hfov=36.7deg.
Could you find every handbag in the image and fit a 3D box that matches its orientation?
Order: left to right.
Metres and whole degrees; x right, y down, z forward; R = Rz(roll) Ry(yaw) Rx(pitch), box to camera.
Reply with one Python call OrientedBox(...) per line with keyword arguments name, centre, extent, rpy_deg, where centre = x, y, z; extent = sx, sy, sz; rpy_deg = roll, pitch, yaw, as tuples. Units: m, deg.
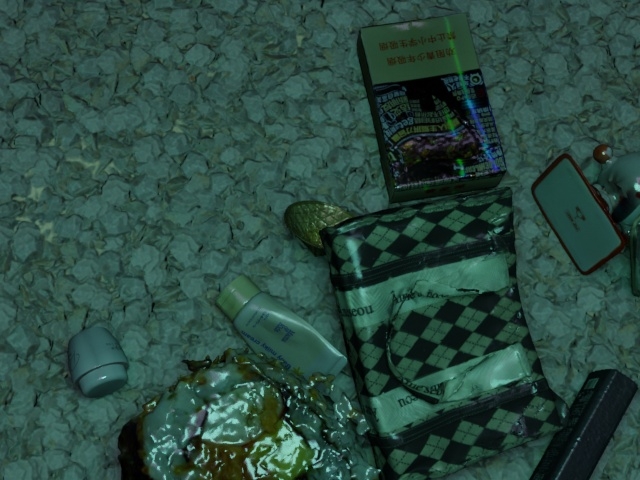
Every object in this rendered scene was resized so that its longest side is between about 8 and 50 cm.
OrientedBox(name="handbag", centre=(0.195, 0.143, 1.490), extent=(0.317, 0.180, 0.416), rpy_deg=(-13, 91, -10))

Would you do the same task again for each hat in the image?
OrientedBox(name="hat", centre=(0.000, 0.000, 1.612), extent=(0.146, 0.067, 0.146), rpy_deg=(14, 33, -9))

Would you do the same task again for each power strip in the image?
OrientedBox(name="power strip", centre=(0.584, -0.012, 1.558), extent=(0.198, 0.213, 0.064), rpy_deg=(-42, 55, -12))

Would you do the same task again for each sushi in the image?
OrientedBox(name="sushi", centre=(-0.106, 0.359, 1.431), extent=(0.418, 0.176, 0.417), rpy_deg=(0, 75, 2))

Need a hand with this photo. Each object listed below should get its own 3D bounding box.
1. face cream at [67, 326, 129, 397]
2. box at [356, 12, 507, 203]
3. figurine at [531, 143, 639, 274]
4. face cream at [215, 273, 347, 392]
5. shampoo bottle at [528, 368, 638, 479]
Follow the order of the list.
OrientedBox(name="face cream", centre=(-0.352, 0.192, 1.522), extent=(0.091, 0.091, 0.095), rpy_deg=(-22, 68, -8))
OrientedBox(name="box", centre=(0.188, -0.232, 1.672), extent=(0.198, 0.084, 0.310), rpy_deg=(-9, 74, -5))
OrientedBox(name="figurine", centre=(0.513, -0.083, 1.620), extent=(0.226, 0.160, 0.183), rpy_deg=(-24, 76, -18))
OrientedBox(name="face cream", centre=(-0.067, 0.154, 1.549), extent=(0.224, 0.070, 0.114), rpy_deg=(44, 119, 12))
OrientedBox(name="shampoo bottle", centre=(0.385, 0.344, 1.501), extent=(0.071, 0.098, 0.309), rpy_deg=(35, 75, -1))
